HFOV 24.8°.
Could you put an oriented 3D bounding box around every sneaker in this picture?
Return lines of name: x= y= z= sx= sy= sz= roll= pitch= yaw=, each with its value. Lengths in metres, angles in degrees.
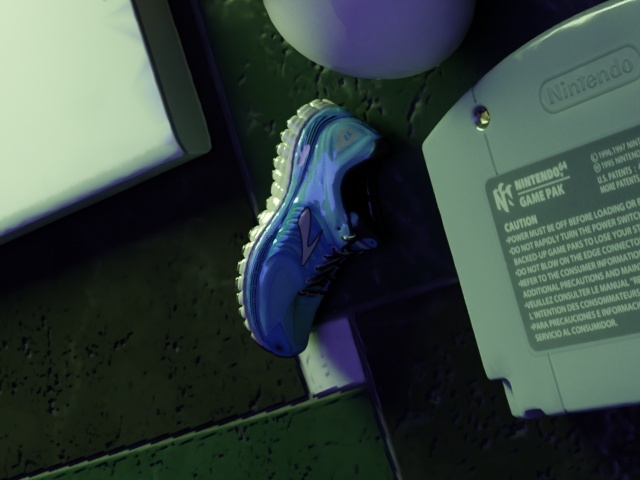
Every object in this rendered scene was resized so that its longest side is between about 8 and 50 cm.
sneaker: x=0.000 y=0.000 z=0.885 sx=0.073 sy=0.063 sz=0.162 roll=22 pitch=108 yaw=25

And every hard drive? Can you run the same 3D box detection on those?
hard drive: x=-0.230 y=-0.106 z=1.033 sx=0.307 sy=0.040 sz=0.203 roll=-21 pitch=85 yaw=33

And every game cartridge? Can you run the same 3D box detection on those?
game cartridge: x=0.168 y=-0.021 z=0.720 sx=0.297 sy=0.062 sz=0.198 roll=-19 pitch=81 yaw=57

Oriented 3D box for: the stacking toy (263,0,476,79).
stacking toy: x=-0.096 y=-0.275 z=0.811 sx=0.480 sy=0.350 sz=0.351 roll=43 pitch=117 yaw=3
